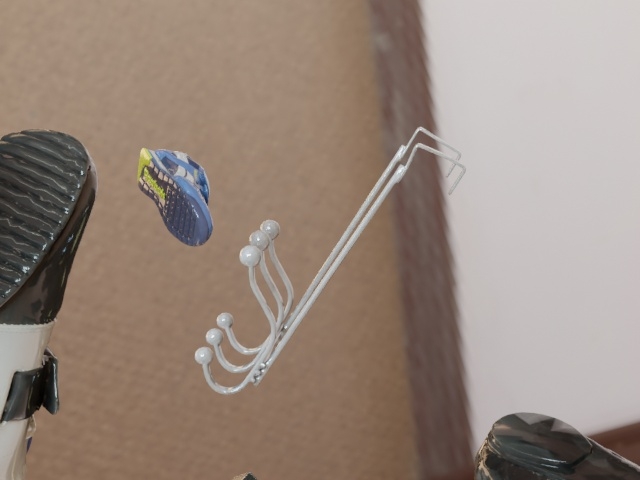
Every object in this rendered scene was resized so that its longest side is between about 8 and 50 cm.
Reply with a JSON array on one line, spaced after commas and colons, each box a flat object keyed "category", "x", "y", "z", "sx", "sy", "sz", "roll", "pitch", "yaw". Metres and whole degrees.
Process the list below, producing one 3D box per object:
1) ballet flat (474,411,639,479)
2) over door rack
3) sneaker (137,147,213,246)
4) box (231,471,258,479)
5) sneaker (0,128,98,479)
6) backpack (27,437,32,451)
[{"category": "ballet flat", "x": 0.125, "y": 0.122, "z": 0.754, "sx": 0.057, "sy": 0.173, "sz": 0.049, "roll": -20, "pitch": 124, "yaw": -29}, {"category": "over door rack", "x": 0.000, "y": 0.000, "z": 1.961, "sx": 0.108, "sy": 0.324, "sz": 0.239, "roll": 45, "pitch": 8, "yaw": -3}, {"category": "sneaker", "x": -0.129, "y": -0.046, "z": 1.883, "sx": 0.059, "sy": 0.053, "sz": 0.144, "roll": 0, "pitch": 35, "yaw": -29}, {"category": "box", "x": -0.092, "y": 0.249, "z": 1.769, "sx": 0.018, "sy": 0.067, "sz": 0.083, "roll": 44, "pitch": 72, "yaw": -3}, {"category": "sneaker", "x": -0.227, "y": 0.087, "z": 1.223, "sx": 0.331, "sy": 0.122, "sz": 0.146, "roll": -59, "pitch": 144, "yaw": -7}, {"category": "backpack", "x": -0.275, "y": 0.139, "z": 1.454, "sx": 0.114, "sy": 0.084, "sz": 0.105, "roll": 39, "pitch": 78, "yaw": 4}]
